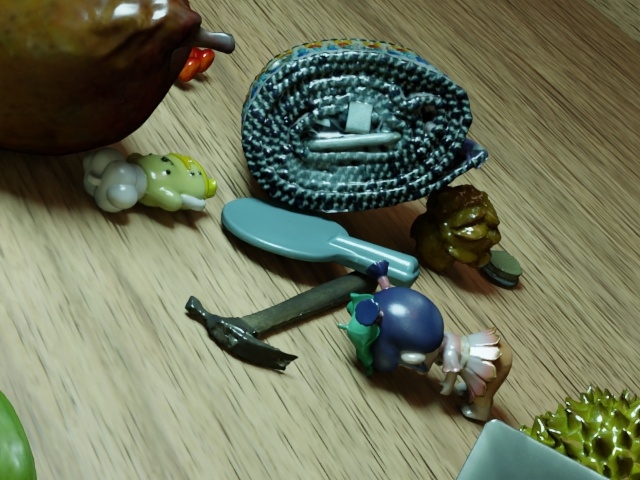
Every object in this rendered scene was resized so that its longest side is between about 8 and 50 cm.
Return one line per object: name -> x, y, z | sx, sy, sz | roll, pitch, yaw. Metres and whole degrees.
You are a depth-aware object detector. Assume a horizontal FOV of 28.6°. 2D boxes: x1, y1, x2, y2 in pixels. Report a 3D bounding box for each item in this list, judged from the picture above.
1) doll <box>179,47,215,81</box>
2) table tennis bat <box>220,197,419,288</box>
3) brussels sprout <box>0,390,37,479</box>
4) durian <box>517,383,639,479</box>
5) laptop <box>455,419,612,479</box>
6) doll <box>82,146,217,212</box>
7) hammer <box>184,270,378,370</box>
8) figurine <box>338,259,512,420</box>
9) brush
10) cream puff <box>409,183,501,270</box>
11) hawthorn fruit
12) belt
doll -> -0.266, -0.304, 1.762 | 0.245, 0.076, 0.142 | 35, 26, 5
table tennis bat -> 0.000, 0.000, 1.467 | 0.244, 0.040, 0.153 | 20, 21, 11
brussels sprout -> -0.285, 0.165, 0.750 | 0.244, 0.244, 0.244 | 22, 27, -12
durian -> 0.243, 0.270, 1.024 | 0.258, 0.258, 0.293 | 1, 53, -43
laptop -> 0.143, 0.286, 0.898 | 0.187, 0.269, 0.015 | 27, -14, 16
doll -> -0.194, -0.068, 1.411 | 0.162, 0.062, 0.106 | -3, 35, -45
hammer -> -0.019, 0.070, 1.370 | 0.125, 0.027, 0.297 | 37, 27, 20
figurine -> 0.113, 0.106, 1.343 | 0.195, 0.102, 0.111 | 21, 24, -12
brush -> 0.194, -0.026, 1.745 | 0.062, 0.027, 0.266 | 6, 33, -38
cream puff -> 0.168, -0.016, 1.600 | 0.094, 0.122, 0.116 | -4, 78, -27
hawthorn fruit -> -0.291, -0.229, 1.344 | 0.308, 0.308, 0.324 | 6, 19, -38
belt -> 0.045, -0.148, 1.563 | 0.294, 0.207, 0.160 | -9, 14, -4
